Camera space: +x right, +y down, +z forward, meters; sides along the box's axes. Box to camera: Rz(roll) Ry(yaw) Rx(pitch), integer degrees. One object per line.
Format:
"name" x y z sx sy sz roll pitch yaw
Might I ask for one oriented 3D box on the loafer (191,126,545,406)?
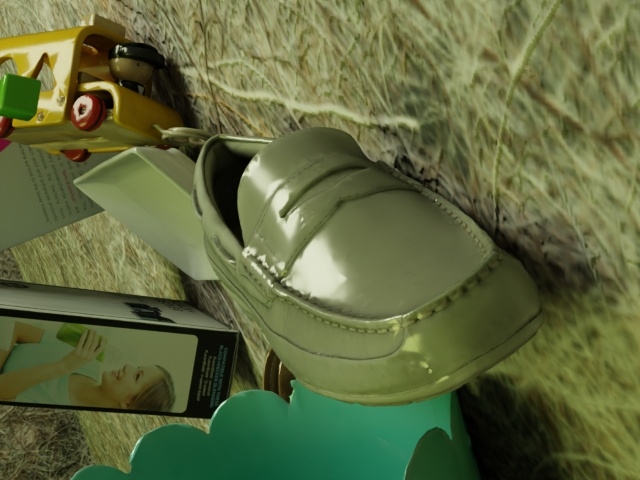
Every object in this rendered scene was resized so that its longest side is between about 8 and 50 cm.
"loafer" 0.000 0.000 0.588 0.111 0.112 0.319 63 162 -18

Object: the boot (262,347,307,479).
"boot" -0.005 0.166 0.848 0.197 0.073 0.152 69 164 1

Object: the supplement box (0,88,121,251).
"supplement box" -0.284 -0.066 1.071 0.114 0.220 0.111 26 135 62

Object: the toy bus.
"toy bus" -0.183 -0.125 0.909 0.191 0.202 0.104 150 127 -77

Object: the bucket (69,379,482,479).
"bucket" -0.018 0.199 0.638 0.281 0.281 0.183 0 111 68

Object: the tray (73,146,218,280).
"tray" -0.114 -0.022 0.909 0.145 0.030 0.270 41 165 -14

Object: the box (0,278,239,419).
"box" -0.239 0.094 1.037 0.169 0.290 0.087 -163 83 -66
